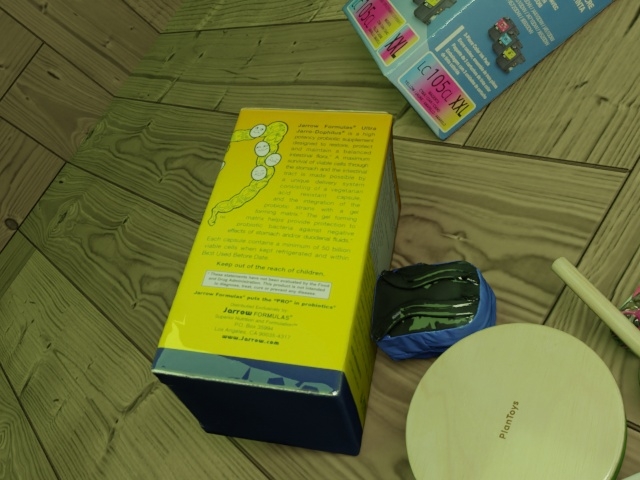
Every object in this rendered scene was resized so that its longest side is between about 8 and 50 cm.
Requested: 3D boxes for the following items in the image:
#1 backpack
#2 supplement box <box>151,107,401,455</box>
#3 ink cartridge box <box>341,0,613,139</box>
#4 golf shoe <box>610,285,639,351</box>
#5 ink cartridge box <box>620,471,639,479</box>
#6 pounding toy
[{"bbox_3d":[0.129,0.076,0.741,0.120,0.101,0.097,-16,52,30],"label":"backpack"},{"bbox_3d":[-0.028,0.039,0.810,0.196,0.194,0.356,5,57,13],"label":"supplement box"},{"bbox_3d":[0.247,-0.371,0.973,0.395,0.151,0.270,-38,37,15],"label":"ink cartridge box"},{"bbox_3d":[0.337,0.033,0.597,0.186,0.067,0.086,-42,0,25],"label":"golf shoe"},{"bbox_3d":[0.269,0.190,0.446,0.180,0.060,0.104,-24,14,4],"label":"ink cartridge box"},{"bbox_3d":[0.198,0.159,0.599,0.237,0.110,0.183,-42,42,-1],"label":"pounding toy"}]
